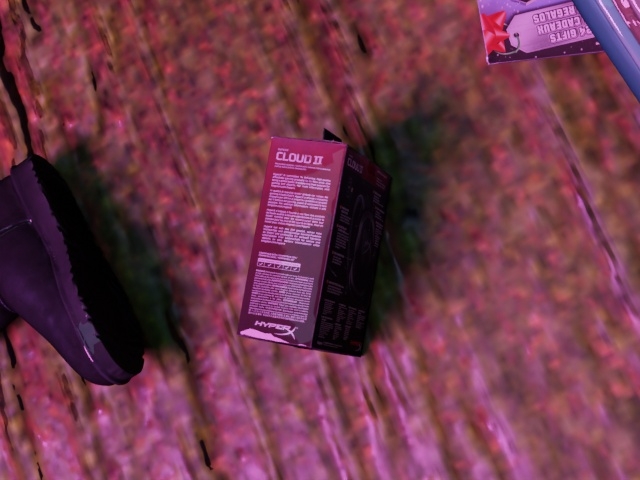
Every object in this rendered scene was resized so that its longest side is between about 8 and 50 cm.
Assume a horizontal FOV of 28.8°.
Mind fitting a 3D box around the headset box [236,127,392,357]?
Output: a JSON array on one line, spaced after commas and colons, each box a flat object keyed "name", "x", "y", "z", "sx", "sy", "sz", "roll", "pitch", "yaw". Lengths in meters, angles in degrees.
[{"name": "headset box", "x": 0.000, "y": 0.000, "z": 0.474, "sx": 0.032, "sy": 0.062, "sz": 0.083, "roll": 7, "pitch": 85, "yaw": 19}]

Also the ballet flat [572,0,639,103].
[{"name": "ballet flat", "x": 0.142, "y": -0.041, "z": 0.414, "sx": 0.068, "sy": 0.072, "sz": 0.213, "roll": -27, "pitch": 93, "yaw": 8}]

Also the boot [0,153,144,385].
[{"name": "boot", "x": -0.138, "y": 0.031, "z": 0.527, "sx": 0.099, "sy": 0.045, "sz": 0.121, "roll": -34, "pitch": 65, "yaw": 9}]

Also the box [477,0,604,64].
[{"name": "box", "x": 0.120, "y": -0.116, "z": 0.441, "sx": 0.137, "sy": 0.027, "sz": 0.094, "roll": -4, "pitch": 123, "yaw": 18}]
